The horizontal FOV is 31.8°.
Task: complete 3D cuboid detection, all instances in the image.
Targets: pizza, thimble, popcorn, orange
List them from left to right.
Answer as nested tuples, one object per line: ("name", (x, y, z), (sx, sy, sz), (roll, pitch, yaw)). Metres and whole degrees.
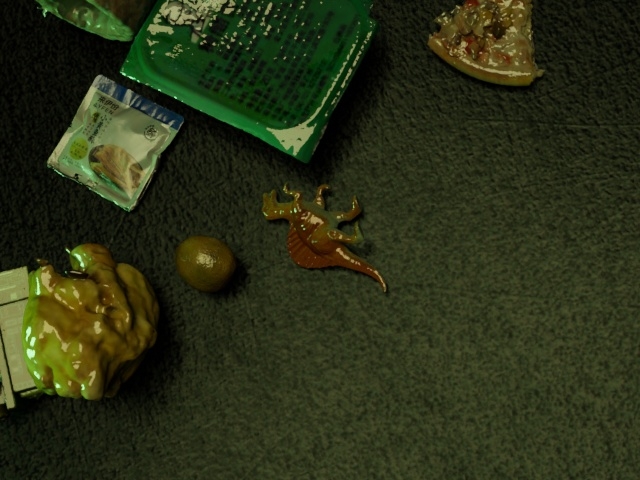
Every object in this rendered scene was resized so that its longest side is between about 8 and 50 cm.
("popcorn", (-0.328, 0.121, 1.621), (0.190, 0.191, 0.254), (-4, 67, -5))
("thimble", (-0.348, -0.408, 1.723), (0.195, 0.229, 0.148), (21, 84, -4))
("orange", (-0.171, 0.033, 1.660), (0.095, 0.085, 0.085), (23, 82, 6))
("pizza", (0.268, -0.332, 1.679), (0.185, 0.052, 0.195), (23, 82, 12))

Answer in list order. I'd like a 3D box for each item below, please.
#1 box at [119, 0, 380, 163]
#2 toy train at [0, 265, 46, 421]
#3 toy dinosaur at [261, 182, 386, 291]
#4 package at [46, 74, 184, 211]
("box", (-0.096, -0.288, 1.711), (0.336, 0.106, 0.264), (27, 83, 16))
("toy train", (-0.472, 0.154, 1.691), (0.137, 0.090, 0.226), (-15, 79, -4))
("toy dinosaur", (-0.001, -0.002, 1.653), (0.142, 0.057, 0.212), (-24, 72, 17))
("package", (-0.322, -0.155, 1.764), (0.171, 0.027, 0.173), (27, 87, 15))
